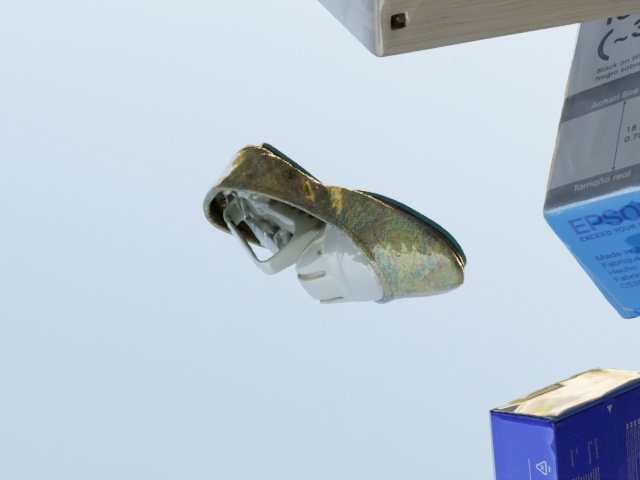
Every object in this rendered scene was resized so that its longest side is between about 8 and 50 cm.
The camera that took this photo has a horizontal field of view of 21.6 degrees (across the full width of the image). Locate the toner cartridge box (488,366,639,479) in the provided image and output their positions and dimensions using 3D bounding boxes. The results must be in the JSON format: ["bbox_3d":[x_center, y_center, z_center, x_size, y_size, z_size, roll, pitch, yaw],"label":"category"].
[{"bbox_3d":[0.242,0.303,1.516,0.075,0.348,0.165,3,-167,43],"label":"toner cartridge box"}]

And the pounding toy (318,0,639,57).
[{"bbox_3d":[0.086,-0.154,0.691,0.206,0.094,0.181,-12,-151,-15],"label":"pounding toy"}]

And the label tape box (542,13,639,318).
[{"bbox_3d":[0.269,-0.136,0.926,0.106,0.240,0.333,46,-136,-34],"label":"label tape box"}]

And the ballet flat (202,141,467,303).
[{"bbox_3d":[0.000,0.000,1.639,0.123,0.123,0.348,-1,-161,-38],"label":"ballet flat"}]
